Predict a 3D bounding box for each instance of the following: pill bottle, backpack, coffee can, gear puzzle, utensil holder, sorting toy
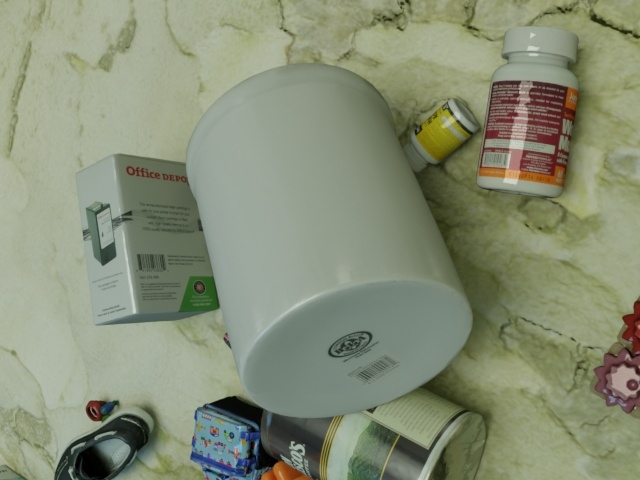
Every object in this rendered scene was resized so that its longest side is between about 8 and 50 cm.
[{"bbox_3d":[0.291,-0.175,1.050,0.121,0.121,0.221,11,94,34],"label":"pill bottle"},{"bbox_3d":[-0.151,0.381,1.332,0.158,0.116,0.174,14,99,34],"label":"backpack"},{"bbox_3d":[0.078,0.293,1.127,0.275,0.201,0.202,21,100,33],"label":"coffee can"},{"bbox_3d":[0.487,0.095,0.953,0.175,0.044,0.339,31,105,31],"label":"gear puzzle"},{"bbox_3d":[0.000,0.000,1.046,0.327,0.327,0.386,-42,45,26],"label":"utensil holder"},{"bbox_3d":[-0.443,0.363,1.579,0.102,0.042,0.061,32,121,19],"label":"sorting toy"},{"bbox_3d":[0.180,-0.158,1.158,0.116,0.065,0.065,-41,67,25],"label":"pill bottle"}]

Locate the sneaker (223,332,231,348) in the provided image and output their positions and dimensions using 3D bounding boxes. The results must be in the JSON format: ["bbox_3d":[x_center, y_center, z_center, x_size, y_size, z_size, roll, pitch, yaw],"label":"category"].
[{"bbox_3d":[-0.137,0.212,1.375,0.119,0.047,0.057,34,118,32],"label":"sneaker"}]

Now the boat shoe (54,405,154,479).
[{"bbox_3d":[-0.460,0.445,1.529,0.114,0.091,0.302,40,116,-8],"label":"boat shoe"}]

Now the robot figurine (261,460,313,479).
[{"bbox_3d":[-0.013,0.461,1.226,0.158,0.128,0.220,-31,70,3],"label":"robot figurine"}]

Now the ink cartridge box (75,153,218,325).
[{"bbox_3d":[-0.320,0.002,1.404,0.121,0.211,0.290,-17,78,34],"label":"ink cartridge box"}]

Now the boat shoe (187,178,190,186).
[{"bbox_3d":[-0.131,-0.154,1.363,0.095,0.095,0.257,50,121,10],"label":"boat shoe"}]

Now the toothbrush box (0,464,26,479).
[{"bbox_3d":[-0.695,0.666,1.679,0.295,0.126,0.217,14,97,33],"label":"toothbrush box"}]
